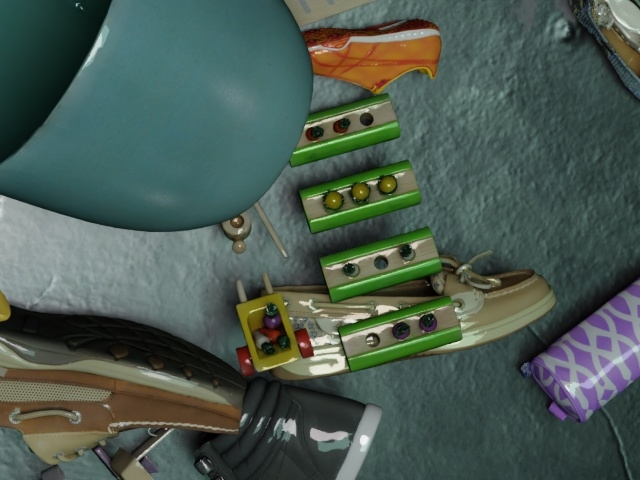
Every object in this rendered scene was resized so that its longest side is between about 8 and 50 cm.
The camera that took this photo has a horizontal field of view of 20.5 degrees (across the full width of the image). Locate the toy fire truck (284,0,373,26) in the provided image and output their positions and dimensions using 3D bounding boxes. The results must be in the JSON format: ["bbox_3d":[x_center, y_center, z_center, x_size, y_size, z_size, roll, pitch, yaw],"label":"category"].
[{"bbox_3d":[0.060,-0.317,1.587,0.246,0.158,0.217,-46,110,-18],"label":"toy fire truck"}]

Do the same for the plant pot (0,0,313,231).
[{"bbox_3d":[-0.150,-0.139,1.492,0.235,0.293,0.293,27,89,-34],"label":"plant pot"}]

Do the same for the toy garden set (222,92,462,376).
[{"bbox_3d":[0.000,0.000,1.622,0.204,0.049,0.244,-16,78,-4],"label":"toy garden set"}]

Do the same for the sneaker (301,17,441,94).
[{"bbox_3d":[0.032,-0.166,1.653,0.175,0.064,0.067,-5,109,-14],"label":"sneaker"}]

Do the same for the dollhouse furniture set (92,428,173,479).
[{"bbox_3d":[-0.143,0.203,1.625,0.081,0.114,0.091,-41,105,-13],"label":"dollhouse furniture set"}]

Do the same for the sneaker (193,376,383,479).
[{"bbox_3d":[-0.064,0.256,1.673,0.147,0.104,0.295,25,105,2],"label":"sneaker"}]

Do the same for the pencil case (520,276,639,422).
[{"bbox_3d":[0.306,0.101,1.767,0.206,0.086,0.088,-35,141,-8],"label":"pencil case"}]

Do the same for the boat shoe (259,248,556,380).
[{"bbox_3d":[0.085,0.062,1.679,0.285,0.104,0.089,-13,97,-12],"label":"boat shoe"}]

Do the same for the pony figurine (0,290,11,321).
[{"bbox_3d":[-0.488,0.060,1.405,0.363,0.303,0.351,-36,131,17],"label":"pony figurine"}]

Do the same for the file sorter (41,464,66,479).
[{"bbox_3d":[-0.250,0.381,1.577,0.173,0.193,0.277,-22,104,-10],"label":"file sorter"}]

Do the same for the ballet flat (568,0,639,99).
[{"bbox_3d":[0.314,-0.189,1.735,0.188,0.070,0.070,41,85,-19],"label":"ballet flat"}]

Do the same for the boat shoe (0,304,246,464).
[{"bbox_3d":[-0.230,0.132,1.578,0.324,0.122,0.120,12,103,-2],"label":"boat shoe"}]
